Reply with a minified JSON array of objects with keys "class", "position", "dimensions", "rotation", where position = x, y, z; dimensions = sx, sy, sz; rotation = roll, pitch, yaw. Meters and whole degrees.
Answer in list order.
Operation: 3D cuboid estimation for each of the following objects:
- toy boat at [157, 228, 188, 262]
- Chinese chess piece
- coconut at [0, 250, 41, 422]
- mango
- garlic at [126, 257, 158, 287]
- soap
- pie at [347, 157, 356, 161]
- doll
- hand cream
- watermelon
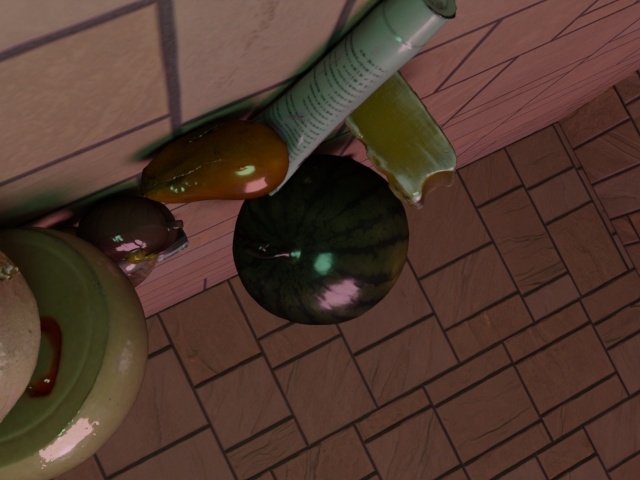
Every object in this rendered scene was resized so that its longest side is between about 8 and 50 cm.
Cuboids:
[{"class":"toy boat","position":[-0.281,0.017,1.136],"dimensions":[0.140,0.059,0.066],"rotation":[-22,157,-28]},{"class":"Chinese chess piece","position":[-0.314,0.116,0.733],"dimensions":[0.273,0.273,0.102],"rotation":[-26,157,0]},{"class":"coconut","position":[-0.346,0.089,0.560],"dimensions":[0.224,0.224,0.234],"rotation":[-26,177,-8]},{"class":"mango","position":[-0.114,-0.086,0.767],"dimensions":[0.159,0.084,0.105],"rotation":[-4,-170,-1]},{"class":"garlic","position":[-0.295,0.024,1.015],"dimensions":[0.198,0.091,0.128],"rotation":[-22,164,0]},{"class":"soap","position":[0.096,-0.129,0.891],"dimensions":[0.089,0.173,0.274],"rotation":[-35,176,9]},{"class":"pie","position":[-0.020,-0.099,1.436],"dimensions":[0.218,0.054,0.204],"rotation":[-27,177,-21]},{"class":"doll","position":[-0.261,0.001,0.880],"dimensions":[0.188,0.096,0.145],"rotation":[-17,174,30]},{"class":"hand cream","position":[0.006,-0.150,0.734],"dimensions":[0.331,0.085,0.058],"rotation":[-35,-176,44]},{"class":"watermelon","position":[0.000,0.000,1.152],"dimensions":[0.278,0.279,0.359],"rotation":[-28,176,20]}]
